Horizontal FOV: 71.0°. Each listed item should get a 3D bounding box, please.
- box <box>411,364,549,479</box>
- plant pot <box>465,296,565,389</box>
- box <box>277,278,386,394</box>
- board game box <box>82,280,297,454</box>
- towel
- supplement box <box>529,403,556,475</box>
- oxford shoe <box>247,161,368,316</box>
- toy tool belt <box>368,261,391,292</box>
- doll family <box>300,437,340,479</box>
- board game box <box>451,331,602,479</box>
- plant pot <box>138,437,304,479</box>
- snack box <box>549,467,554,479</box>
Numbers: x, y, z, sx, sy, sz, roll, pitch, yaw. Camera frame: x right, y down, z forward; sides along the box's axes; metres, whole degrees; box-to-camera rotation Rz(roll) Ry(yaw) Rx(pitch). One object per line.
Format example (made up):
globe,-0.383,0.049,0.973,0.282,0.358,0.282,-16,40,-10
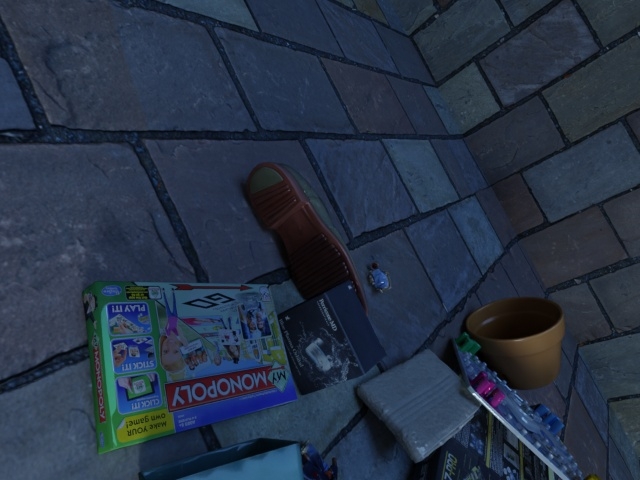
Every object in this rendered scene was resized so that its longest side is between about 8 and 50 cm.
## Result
box,0.377,0.526,1.019,0.318,0.097,0.395,42,33,-1
plant pot,0.634,0.331,1.432,0.291,0.290,0.204,-37,112,-56
box,0.010,0.179,0.828,0.093,0.158,0.156,-18,79,-55
board game box,-0.183,0.171,0.690,0.317,0.046,0.214,7,59,-50
towel,0.223,0.349,0.988,0.282,0.049,0.187,-8,41,-44
supplement box,0.672,0.620,1.394,0.080,0.104,0.188,-3,68,-53
oxford shoe,0.000,0.000,0.972,0.397,0.140,0.146,62,27,0
toy tool belt,0.150,0.095,1.165,0.051,0.052,0.083,-6,69,-62
doll family,-0.015,0.399,0.706,0.111,0.076,0.193,44,38,10
board game box,0.519,0.430,1.162,0.390,0.050,0.390,43,11,5
plant pot,-0.104,0.371,0.511,0.165,0.165,0.235,-5,73,-27
snack box,0.544,0.635,1.207,0.187,0.060,0.322,31,45,-13
